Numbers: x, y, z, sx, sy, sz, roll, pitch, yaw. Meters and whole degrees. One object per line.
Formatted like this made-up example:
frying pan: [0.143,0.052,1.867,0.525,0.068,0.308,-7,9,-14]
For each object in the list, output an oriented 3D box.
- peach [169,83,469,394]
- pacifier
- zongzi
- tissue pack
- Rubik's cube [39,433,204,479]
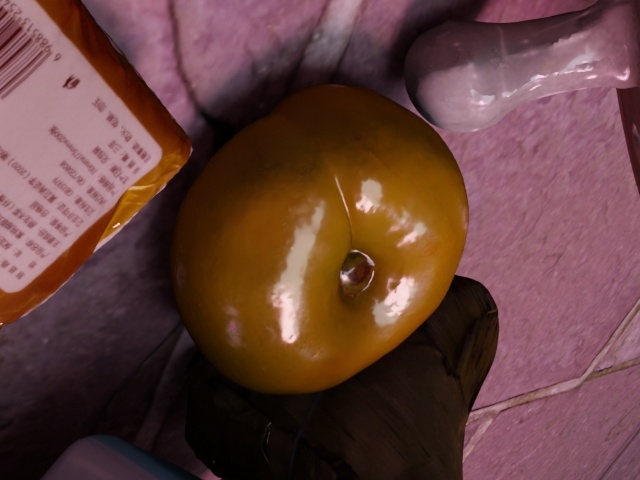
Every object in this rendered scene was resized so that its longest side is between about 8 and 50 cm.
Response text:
peach: [0.000,0.000,0.765,0.251,0.153,0.251,-20,125,-31]
pacifier: [0.218,-0.153,0.754,0.273,0.220,0.332,-29,122,-20]
zongzi: [0.102,0.166,0.869,0.322,0.360,0.160,-25,127,-31]
tissue pack: [-0.188,-0.063,0.523,0.183,0.092,0.226,-41,149,-4]
Rubik's cube: [-0.087,0.393,0.744,0.347,0.351,0.352,-57,136,-11]
